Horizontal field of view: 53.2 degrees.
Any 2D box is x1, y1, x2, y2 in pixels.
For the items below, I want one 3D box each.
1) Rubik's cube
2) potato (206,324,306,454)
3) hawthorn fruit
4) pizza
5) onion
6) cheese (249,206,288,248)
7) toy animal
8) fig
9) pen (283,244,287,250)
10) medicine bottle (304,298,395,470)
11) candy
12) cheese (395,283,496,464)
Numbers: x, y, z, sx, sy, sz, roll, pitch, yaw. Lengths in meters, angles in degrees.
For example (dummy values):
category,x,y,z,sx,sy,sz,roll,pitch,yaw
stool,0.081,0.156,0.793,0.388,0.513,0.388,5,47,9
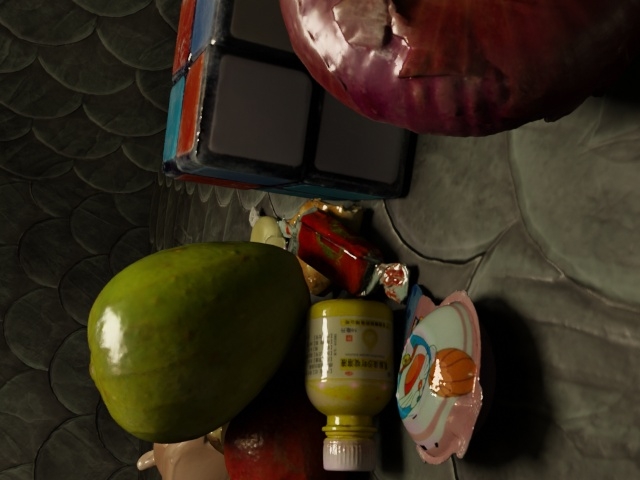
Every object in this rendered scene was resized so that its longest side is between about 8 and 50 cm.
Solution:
category,x,y,z,sx,sy,sz,roll,pitch,yaw
Rubik's cube,-0.052,-0.233,0.977,0.318,0.316,0.314,-171,89,-69
potato,-0.113,0.217,1.118,0.242,0.242,0.286,175,94,-68
hawthorn fruit,-0.039,0.320,0.929,0.189,0.189,0.252,-34,65,62
pizza,0.000,0.000,1.065,0.161,0.062,0.182,32,124,39
onion,0.140,-0.246,0.589,0.285,0.347,0.348,36,-126,-66
cheese,-0.132,-0.014,1.450,0.255,0.050,0.127,-126,47,-62
toy animal,-0.303,0.498,1.497,0.256,0.195,0.213,-164,91,-71
fig,-0.161,0.123,0.898,0.258,0.326,0.258,51,160,27
pen,-0.094,0.100,1.335,0.053,0.032,0.197,-122,42,-59
medicine bottle,0.039,0.192,0.847,0.122,0.121,0.213,144,130,-61
candy,0.026,0.017,0.944,0.292,0.059,0.086,32,128,43
cheese,0.128,0.135,0.716,0.286,0.074,0.189,-107,32,-72
